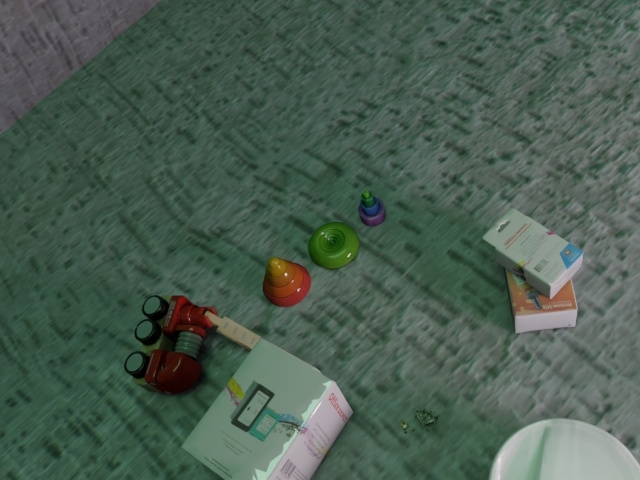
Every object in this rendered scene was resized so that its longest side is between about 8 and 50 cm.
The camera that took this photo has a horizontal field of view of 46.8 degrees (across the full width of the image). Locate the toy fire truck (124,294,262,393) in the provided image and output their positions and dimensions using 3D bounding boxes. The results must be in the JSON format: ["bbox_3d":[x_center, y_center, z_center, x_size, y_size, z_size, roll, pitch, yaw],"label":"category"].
[{"bbox_3d":[-0.284,0.243,1.689,0.246,0.158,0.217,-4,58,26],"label":"toy fire truck"}]

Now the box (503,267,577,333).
[{"bbox_3d":[0.468,0.098,1.583,0.130,0.091,0.170,-8,58,10],"label":"box"}]

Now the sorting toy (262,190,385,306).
[{"bbox_3d":[0.000,0.000,1.752,0.366,0.126,0.127,-39,57,-8],"label":"sorting toy"}]

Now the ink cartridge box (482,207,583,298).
[{"bbox_3d":[0.440,0.024,1.543,0.104,0.061,0.181,-43,58,-13],"label":"ink cartridge box"}]

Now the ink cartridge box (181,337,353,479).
[{"bbox_3d":[-0.098,0.383,1.505,0.197,0.198,0.270,26,69,28],"label":"ink cartridge box"}]

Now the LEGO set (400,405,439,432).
[{"bbox_3d":[0.206,0.372,1.530,0.083,0.023,0.054,-34,57,-6],"label":"LEGO set"}]

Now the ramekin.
[{"bbox_3d":[0.445,0.470,1.343,0.273,0.127,0.272,-7,59,11],"label":"ramekin"}]
